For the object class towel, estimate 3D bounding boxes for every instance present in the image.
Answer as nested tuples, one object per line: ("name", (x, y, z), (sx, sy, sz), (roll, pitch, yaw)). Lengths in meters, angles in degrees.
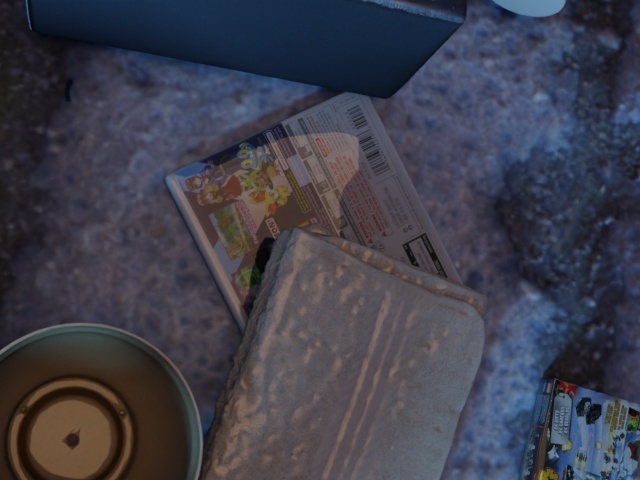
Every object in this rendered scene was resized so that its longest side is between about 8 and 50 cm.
("towel", (0.009, 0.142, 0.732), (0.187, 0.049, 0.282), (23, 84, -17))

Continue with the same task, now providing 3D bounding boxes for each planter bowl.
("planter bowl", (-0.170, 0.142, 0.668), (0.162, 0.109, 0.162), (3, 80, -17))

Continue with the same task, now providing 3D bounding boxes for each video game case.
("video game case", (0.000, 0.000, 0.775), (0.183, 0.023, 0.201), (-27, 92, -16))

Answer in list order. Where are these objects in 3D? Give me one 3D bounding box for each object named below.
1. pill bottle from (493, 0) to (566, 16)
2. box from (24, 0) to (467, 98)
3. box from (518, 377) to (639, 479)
("pill bottle", (0.204, -0.294, 0.818), (0.108, 0.108, 0.194), (27, 78, -10))
("box", (-0.049, -0.289, 0.708), (0.296, 0.183, 0.294), (9, 77, -12))
("box", (0.217, 0.193, 0.806), (0.093, 0.027, 0.137), (18, 79, -13))
